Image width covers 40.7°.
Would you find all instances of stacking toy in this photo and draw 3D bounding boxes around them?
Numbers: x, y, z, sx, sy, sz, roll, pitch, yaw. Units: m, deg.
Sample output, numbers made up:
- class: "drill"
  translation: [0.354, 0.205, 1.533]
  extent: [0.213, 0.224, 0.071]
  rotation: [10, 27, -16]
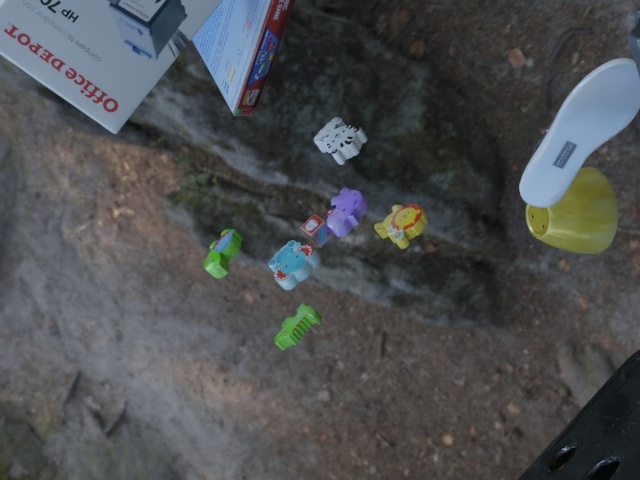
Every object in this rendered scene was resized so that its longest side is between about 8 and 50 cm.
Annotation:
- class: "stacking toy"
  translation: [0.000, 0.000, 0.910]
  extent: [0.052, 0.221, 0.167]
  rotation: [37, 170, 48]

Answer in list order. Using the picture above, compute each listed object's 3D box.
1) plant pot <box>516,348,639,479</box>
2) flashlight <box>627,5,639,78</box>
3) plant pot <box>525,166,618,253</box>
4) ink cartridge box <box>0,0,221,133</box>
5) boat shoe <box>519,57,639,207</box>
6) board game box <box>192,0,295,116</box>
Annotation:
- class: "plant pot"
  translation: [0.156, 0.140, 0.302]
  extent: [0.167, 0.187, 0.188]
  rotation: [44, 174, 0]
- class: "flashlight"
  translation: [0.362, -0.087, 0.754]
  extent: [0.103, 0.103, 0.304]
  rotation: [-6, 132, 34]
- class: "plant pot"
  translation: [0.370, -0.042, 1.311]
  extent: [0.134, 0.095, 0.134]
  rotation: [175, 90, -73]
- class: "ink cartridge box"
  translation: [-0.170, -0.206, 0.702]
  extent: [0.139, 0.191, 0.082]
  rotation: [36, -176, -38]
- class: "boat shoe"
  translation: [0.327, -0.141, 1.087]
  extent: [0.080, 0.076, 0.229]
  rotation: [24, 129, 0]
- class: "board game box"
  translation: [-0.060, -0.263, 0.768]
  extent: [0.145, 0.027, 0.281]
  rotation: [60, 144, 28]
